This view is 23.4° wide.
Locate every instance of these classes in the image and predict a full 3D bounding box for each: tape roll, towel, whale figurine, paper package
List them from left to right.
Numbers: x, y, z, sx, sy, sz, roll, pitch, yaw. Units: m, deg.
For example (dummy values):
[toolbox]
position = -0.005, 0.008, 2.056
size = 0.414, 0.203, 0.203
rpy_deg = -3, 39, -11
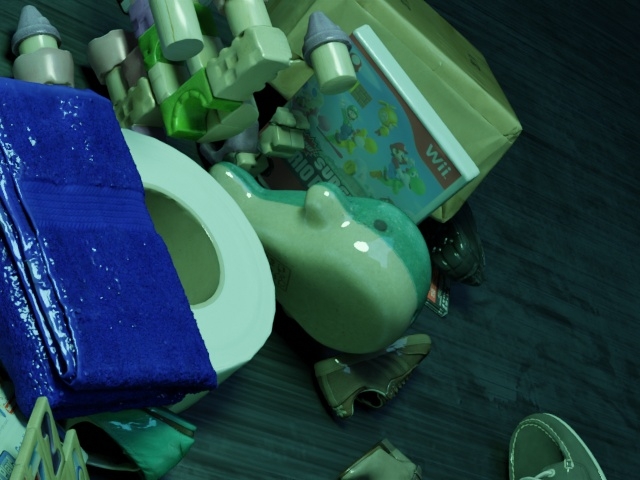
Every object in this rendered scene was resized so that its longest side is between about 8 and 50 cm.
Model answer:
[towel]
position = -0.213, 0.000, 1.354
size = 0.227, 0.076, 0.308
rpy_deg = -3, 65, -52
[tape roll]
position = -0.182, 0.030, 1.537
size = 0.286, 0.100, 0.286
rpy_deg = 31, 38, -28
[whale figurine]
position = 0.000, 0.000, 1.683
size = 0.272, 0.216, 0.141
rpy_deg = 32, 52, 17
[paper package]
position = 0.077, -0.218, 1.936
size = 0.309, 0.168, 0.325
rpy_deg = 39, 14, -19

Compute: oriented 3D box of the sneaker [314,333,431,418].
[sneaker]
position = 0.064, 0.154, 1.754
size = 0.188, 0.066, 0.071
rpy_deg = -10, 83, -47

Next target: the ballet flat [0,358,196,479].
[ballet flat]
position = -0.225, 0.145, 1.389
size = 0.247, 0.083, 0.087
rpy_deg = 37, 81, -22

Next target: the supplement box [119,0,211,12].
[supplement box]
position = -0.228, -0.395, 1.916
size = 0.130, 0.073, 0.239
rpy_deg = -6, 62, -51

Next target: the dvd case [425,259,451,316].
[dvd case]
position = 0.119, 0.034, 1.964
size = 0.119, 0.013, 0.087
rpy_deg = 38, 35, -20

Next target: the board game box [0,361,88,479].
[board game box]
position = -0.327, 0.129, 1.162
size = 0.302, 0.086, 0.308
rpy_deg = 48, 7, -7

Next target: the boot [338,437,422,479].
[boot]
position = 0.074, 0.265, 1.664
size = 0.087, 0.042, 0.118
rpy_deg = 56, 34, 5

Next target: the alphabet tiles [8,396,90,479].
[alphabet tiles]
position = -0.174, 0.302, 1.147
size = 0.285, 0.011, 0.343
rpy_deg = -96, 174, -71

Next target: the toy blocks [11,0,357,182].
[toy blocks]
position = -0.147, -0.238, 1.664
size = 0.309, 0.288, 0.260
rpy_deg = 5, 60, -43

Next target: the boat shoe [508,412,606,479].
[boat shoe]
position = 0.277, 0.345, 1.762
size = 0.095, 0.112, 0.335
rpy_deg = 18, 49, -46

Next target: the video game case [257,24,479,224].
[video game case]
position = 0.036, -0.088, 1.744
size = 0.025, 0.285, 0.204
rpy_deg = -34, 85, -40

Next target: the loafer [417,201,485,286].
[loafer]
position = 0.162, -0.024, 2.013
size = 0.078, 0.076, 0.223
rpy_deg = 43, 21, -37
